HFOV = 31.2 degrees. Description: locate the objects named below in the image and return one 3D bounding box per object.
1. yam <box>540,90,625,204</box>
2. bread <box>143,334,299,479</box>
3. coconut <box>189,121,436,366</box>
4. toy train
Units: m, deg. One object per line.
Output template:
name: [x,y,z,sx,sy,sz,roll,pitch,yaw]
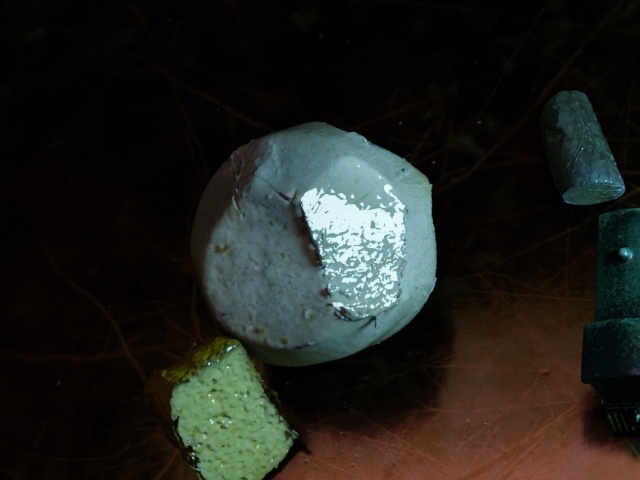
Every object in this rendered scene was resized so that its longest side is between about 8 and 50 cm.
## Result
yam: [0.398,-0.136,1.769,0.107,0.107,0.183,-14,59,6]
bread: [-0.158,0.239,1.642,0.160,0.260,0.147,-41,40,-14]
coconut: [0.000,0.000,1.664,0.346,0.360,0.346,5,104,21]
toy train: [0.446,0.099,1.584,0.139,0.178,0.330,-8,60,30]
